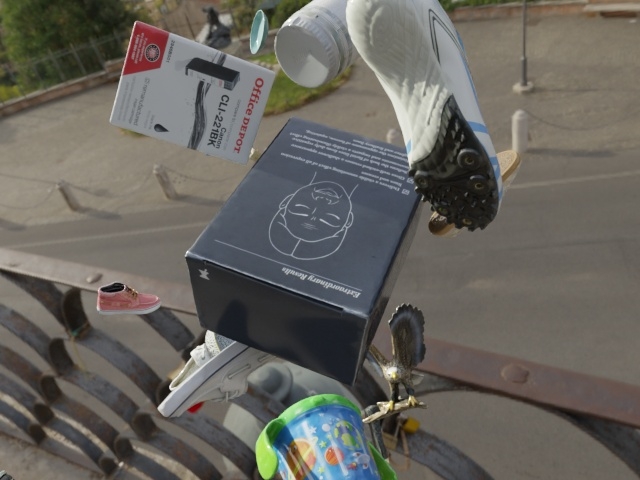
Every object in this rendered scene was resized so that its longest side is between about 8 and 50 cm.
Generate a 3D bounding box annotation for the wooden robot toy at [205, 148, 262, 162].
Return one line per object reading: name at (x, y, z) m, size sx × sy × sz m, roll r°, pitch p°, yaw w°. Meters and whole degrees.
wooden robot toy at (-0.240, -0.255, 1.430) m, size 0.173 × 0.076 × 0.079 m, roll 9°, pitch 16°, yaw -26°

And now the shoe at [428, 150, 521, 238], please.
shoe at (0.303, -0.084, 1.053) m, size 0.219 × 0.058 × 0.076 m, roll -46°, pitch 32°, yaw 26°

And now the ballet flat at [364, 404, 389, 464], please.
ballet flat at (0.171, 0.561, 1.570) m, size 0.049 × 0.057 × 0.173 m, roll -8°, pitch 71°, yaw -19°

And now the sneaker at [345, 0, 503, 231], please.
sneaker at (0.103, -0.118, 0.470) m, size 0.085 × 0.237 × 0.086 m, roll -9°, pitch 24°, yaw 47°

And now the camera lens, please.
camera lens at (0.020, -0.615, 1.655) m, size 0.220 × 0.219 × 0.274 m, roll 14°, pitch 48°, yaw 35°

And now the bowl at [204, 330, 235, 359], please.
bowl at (-0.268, 0.297, 1.524) m, size 0.080 × 0.170 × 0.170 m, roll -32°, pitch 32°, yaw 20°

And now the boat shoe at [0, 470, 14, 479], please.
boat shoe at (-0.669, 0.571, 1.070) m, size 0.069 × 0.081 × 0.227 m, roll 23°, pitch 43°, yaw -4°

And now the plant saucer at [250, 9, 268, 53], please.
plant saucer at (-0.173, -0.593, 1.559) m, size 0.021 × 0.119 × 0.119 m, roll 4°, pitch 29°, yaw -26°

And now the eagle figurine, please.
eagle figurine at (0.193, 0.331, 1.514) m, size 0.226 × 0.298 × 0.225 m, roll -15°, pitch -6°, yaw -27°

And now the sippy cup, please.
sippy cup at (0.022, 0.497, 1.184) m, size 0.306 × 0.239 × 0.224 m, roll -13°, pitch 30°, yaw -16°

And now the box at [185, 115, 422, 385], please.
box at (0.000, 0.000, 0.970) m, size 0.294 × 0.211 × 0.395 m, roll 19°, pitch 49°, yaw 13°

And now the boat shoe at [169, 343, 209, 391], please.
boat shoe at (-0.354, 0.367, 1.673) m, size 0.277 × 0.096 × 0.098 m, roll -53°, pitch 38°, yaw -4°

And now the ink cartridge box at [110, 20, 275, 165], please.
ink cartridge box at (-0.248, -0.286, 1.081) m, size 0.273 × 0.196 × 0.114 m, roll 15°, pitch 15°, yaw -18°

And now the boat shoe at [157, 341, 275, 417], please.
boat shoe at (-0.174, 0.254, 1.011) m, size 0.096 × 0.088 × 0.267 m, roll -42°, pitch -6°, yaw 40°

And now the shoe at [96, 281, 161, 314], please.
shoe at (-0.548, 0.165, 1.572) m, size 0.178 × 0.081 × 0.063 m, roll -2°, pitch 35°, yaw -25°
